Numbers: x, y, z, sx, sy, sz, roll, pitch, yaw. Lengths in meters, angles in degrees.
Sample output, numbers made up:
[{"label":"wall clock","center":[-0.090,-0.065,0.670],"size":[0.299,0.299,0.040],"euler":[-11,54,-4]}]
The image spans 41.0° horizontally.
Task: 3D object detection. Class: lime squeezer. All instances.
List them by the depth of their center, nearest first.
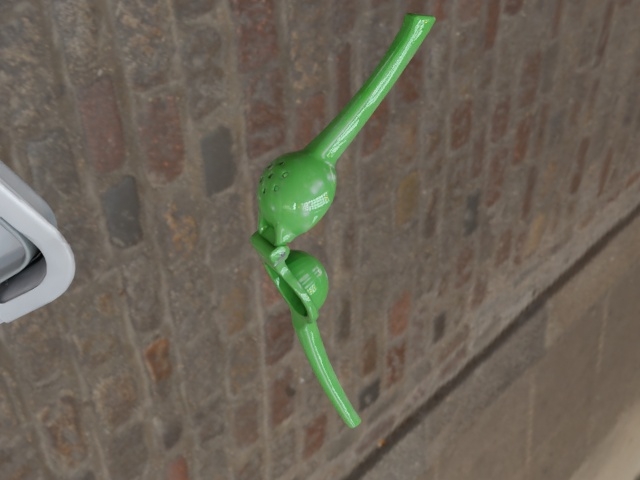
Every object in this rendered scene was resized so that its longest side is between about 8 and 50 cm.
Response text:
[{"label":"lime squeezer","center":[0.000,0.000,0.584],"size":[0.110,0.059,0.310],"euler":[-15,120,-48]}]

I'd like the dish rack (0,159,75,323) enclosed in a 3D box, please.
[{"label":"dish rack","center":[-0.365,-0.017,0.577],"size":[0.333,0.072,0.285],"euler":[-25,132,18]}]
